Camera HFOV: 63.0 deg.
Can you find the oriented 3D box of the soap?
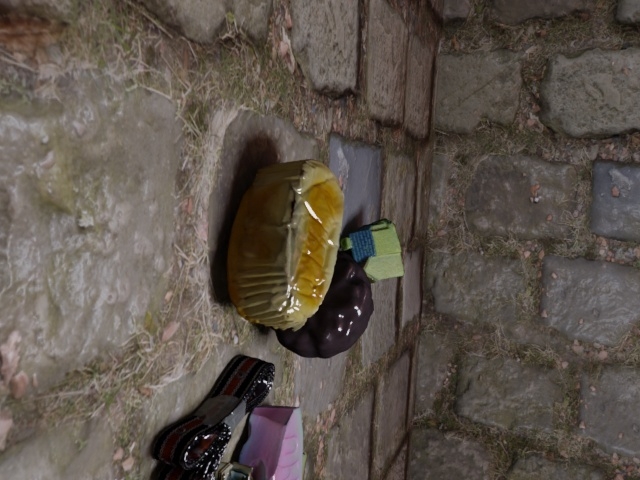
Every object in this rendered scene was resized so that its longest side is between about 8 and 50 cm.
[{"bbox_3d":[-0.121,0.584,1.302,0.193,0.109,0.324,32,56,-67],"label":"soap"}]

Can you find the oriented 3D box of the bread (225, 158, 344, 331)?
[{"bbox_3d":[-0.082,-0.003,1.180,0.236,0.183,0.389,37,58,-41],"label":"bread"}]

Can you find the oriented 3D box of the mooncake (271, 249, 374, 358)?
[{"bbox_3d":[-0.010,0.148,1.298,0.141,0.282,0.283,52,49,-58],"label":"mooncake"}]

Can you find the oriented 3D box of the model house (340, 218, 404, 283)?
[{"bbox_3d":[0.152,0.045,1.818,0.189,0.195,0.214,-12,93,-40],"label":"model house"}]

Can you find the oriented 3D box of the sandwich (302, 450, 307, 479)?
[{"bbox_3d":[-0.110,0.696,1.429,0.094,0.096,0.258,28,71,-58],"label":"sandwich"}]

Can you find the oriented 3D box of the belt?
[{"bbox_3d":[-0.212,0.372,1.122,0.359,0.094,0.126,-49,134,-55],"label":"belt"}]

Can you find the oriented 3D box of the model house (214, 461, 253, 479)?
[{"bbox_3d":[-0.196,0.563,1.111,0.270,0.206,0.178,3,90,-28],"label":"model house"}]
